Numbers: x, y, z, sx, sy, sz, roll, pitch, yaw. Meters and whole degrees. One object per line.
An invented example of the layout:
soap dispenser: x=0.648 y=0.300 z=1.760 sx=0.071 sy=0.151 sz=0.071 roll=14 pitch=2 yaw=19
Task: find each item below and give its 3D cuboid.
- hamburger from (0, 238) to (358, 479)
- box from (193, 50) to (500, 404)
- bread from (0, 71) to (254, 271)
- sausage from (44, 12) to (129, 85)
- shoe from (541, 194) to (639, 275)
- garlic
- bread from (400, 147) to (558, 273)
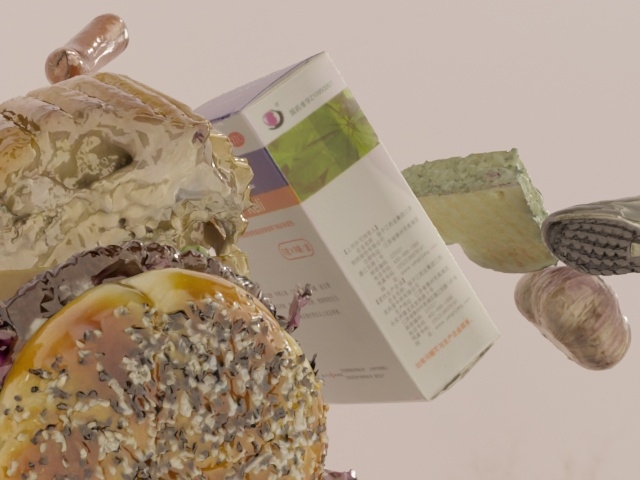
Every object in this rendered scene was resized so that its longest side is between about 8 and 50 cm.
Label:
hamburger: x=-0.074 y=0.080 z=0.615 sx=0.189 sy=0.093 sz=0.164 roll=-16 pitch=-81 yaw=-26
box: x=0.000 y=0.000 z=1.406 sx=0.106 sy=0.200 sz=0.299 roll=-40 pitch=-77 yaw=-27
bread: x=-0.181 y=0.004 z=1.023 sx=0.274 sy=0.274 sz=0.149 roll=-13 pitch=-132 yaw=-43
sausage: x=-0.209 y=-0.168 z=1.421 sx=0.040 sy=0.047 sz=0.177 roll=48 pitch=-159 yaw=-9
shoe: x=0.308 y=-0.013 z=1.600 sx=0.194 sy=0.074 sz=0.077 roll=4 pitch=-140 yaw=-15
garlic: x=0.321 y=0.090 z=1.969 sx=0.102 sy=0.159 sz=0.147 roll=-46 pitch=-29 yaw=-6
bread: x=0.182 y=-0.043 z=1.842 sx=0.232 sy=0.172 sz=0.064 roll=17 pitch=-130 yaw=-12
